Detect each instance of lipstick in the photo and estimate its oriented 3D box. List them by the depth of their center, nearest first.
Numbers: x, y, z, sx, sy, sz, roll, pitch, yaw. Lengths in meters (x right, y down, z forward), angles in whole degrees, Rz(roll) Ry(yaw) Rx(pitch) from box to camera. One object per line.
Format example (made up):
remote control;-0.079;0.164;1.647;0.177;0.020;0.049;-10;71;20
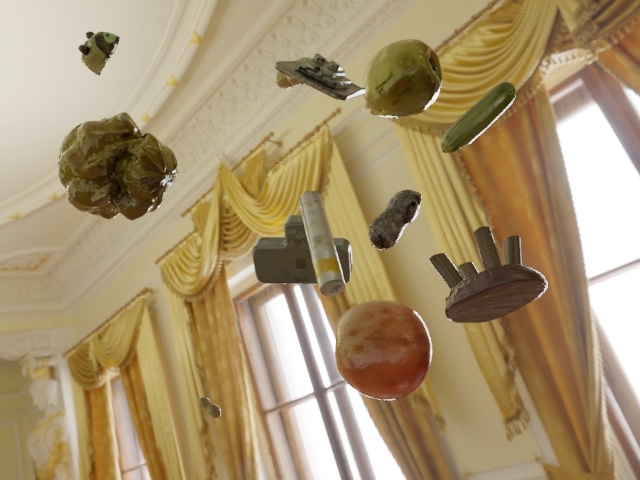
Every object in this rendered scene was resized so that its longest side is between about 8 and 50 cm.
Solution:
lipstick;0.000;0.000;1.158;0.059;0.263;0.059;-8;-39;-7

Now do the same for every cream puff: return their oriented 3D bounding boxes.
cream puff;-0.625;-0.218;1.661;0.378;0.275;0.378;-28;-42;-29

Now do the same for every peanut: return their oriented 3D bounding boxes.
peanut;-0.334;0.501;1.571;0.037;0.083;0.037;-56;-4;-6
peanut;-0.087;-0.610;1.911;0.103;0.098;0.229;-2;7;-29

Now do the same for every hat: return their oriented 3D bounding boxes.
hat;-0.431;-0.367;1.007;0.059;0.077;0.076;24;-30;-27

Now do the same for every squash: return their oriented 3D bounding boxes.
squash;0.405;-0.313;1.351;0.239;0.069;0.069;-43;-25;13

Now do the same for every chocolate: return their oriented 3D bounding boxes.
chocolate;0.241;-0.072;1.698;0.248;0.110;0.110;-47;-8;-25

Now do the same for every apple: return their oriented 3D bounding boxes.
apple;0.210;0.388;1.885;0.364;0.363;0.364;-17;-19;-6

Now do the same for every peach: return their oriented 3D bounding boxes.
peach;0.326;-0.635;2.096;0.316;0.314;0.281;-11;25;19

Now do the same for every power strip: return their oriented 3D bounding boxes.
power strip;0.010;-0.420;1.298;0.064;0.198;0.213;-66;-9;25
power strip;-0.051;0.025;1.393;0.265;0.059;0.193;1;-60;10

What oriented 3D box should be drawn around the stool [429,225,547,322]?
stool;0.448;0.098;1.419;0.272;0.178;0.272;-11;-29;-6
